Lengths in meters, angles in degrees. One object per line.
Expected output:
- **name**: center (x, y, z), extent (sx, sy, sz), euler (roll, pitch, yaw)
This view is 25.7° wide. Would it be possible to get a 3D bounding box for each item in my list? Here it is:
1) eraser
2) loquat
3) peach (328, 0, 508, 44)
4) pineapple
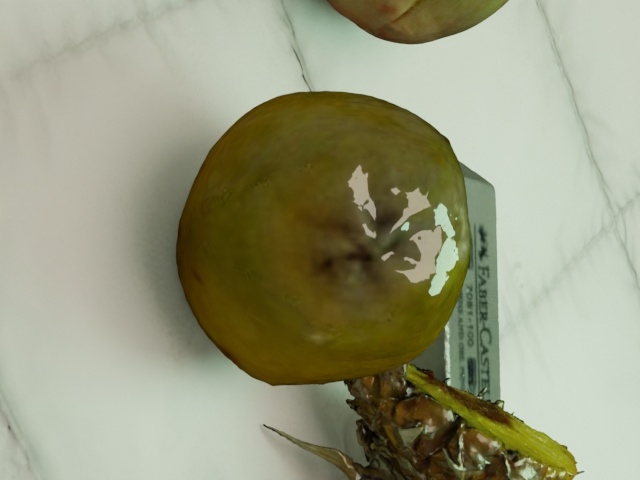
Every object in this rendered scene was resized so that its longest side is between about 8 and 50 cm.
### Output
- **eraser**: center (0.143, 0.058, 1.578), extent (0.111, 0.077, 0.352), euler (11, 74, -47)
- **loquat**: center (0.000, 0.000, 1.269), extent (0.276, 0.284, 0.276), euler (0, 89, -13)
- **peach**: center (0.104, -0.349, 1.494), extent (0.292, 0.247, 0.292), euler (-29, 132, -38)
- **pineapple**: center (0.131, 0.234, 1.406), extent (0.334, 0.161, 0.158), euler (36, 99, -34)
